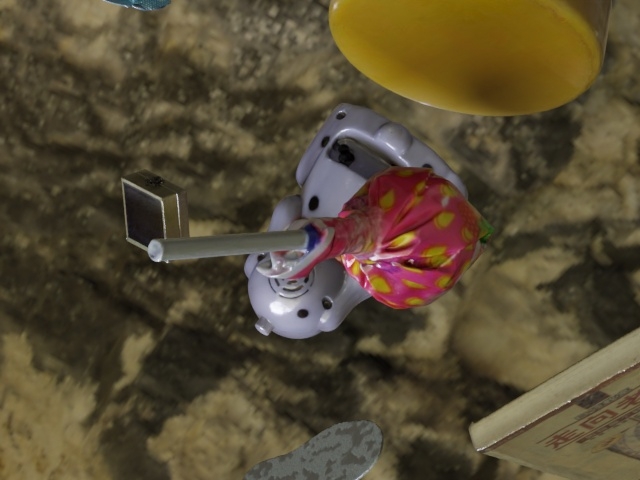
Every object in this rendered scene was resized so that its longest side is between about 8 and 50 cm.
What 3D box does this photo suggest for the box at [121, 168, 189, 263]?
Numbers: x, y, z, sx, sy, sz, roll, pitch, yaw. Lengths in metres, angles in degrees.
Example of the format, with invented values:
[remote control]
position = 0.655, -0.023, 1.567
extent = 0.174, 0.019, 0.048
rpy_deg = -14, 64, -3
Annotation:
[box]
position = -0.177, -0.029, 1.581
extent = 0.035, 0.083, 0.079
rpy_deg = -23, -147, -35

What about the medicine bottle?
[medicine bottle]
position = 0.145, -0.262, 1.284
extent = 0.237, 0.238, 0.232
rpy_deg = 20, -113, -13

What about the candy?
[candy]
position = 0.000, 0.000, 1.151
extent = 0.365, 0.124, 0.124
rpy_deg = -6, -121, -52

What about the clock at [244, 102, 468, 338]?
[clock]
position = 0.017, 0.005, 1.569
extent = 0.189, 0.189, 0.254
rpy_deg = 36, -102, 0

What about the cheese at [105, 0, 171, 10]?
[cheese]
position = -0.230, -0.326, 1.460
extent = 0.106, 0.037, 0.256
rpy_deg = -27, -105, -29

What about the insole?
[insole]
position = -0.011, 0.193, 1.231
extent = 0.006, 0.193, 0.065
rpy_deg = 32, -130, -27

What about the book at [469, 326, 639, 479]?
[book]
position = 0.221, 0.117, 1.011
extent = 0.231, 0.161, 0.026
rpy_deg = 24, -142, -53
